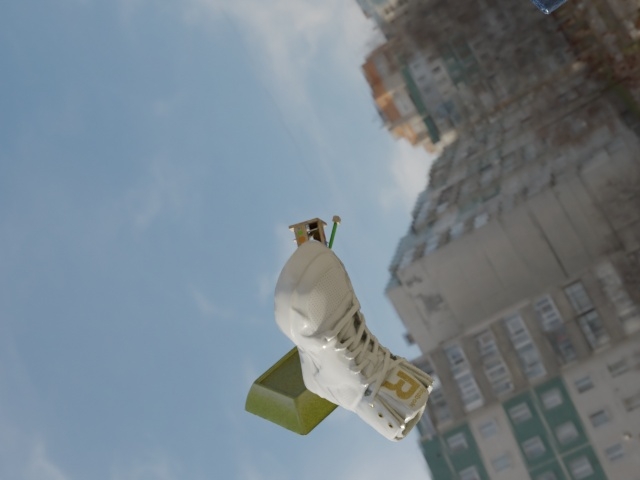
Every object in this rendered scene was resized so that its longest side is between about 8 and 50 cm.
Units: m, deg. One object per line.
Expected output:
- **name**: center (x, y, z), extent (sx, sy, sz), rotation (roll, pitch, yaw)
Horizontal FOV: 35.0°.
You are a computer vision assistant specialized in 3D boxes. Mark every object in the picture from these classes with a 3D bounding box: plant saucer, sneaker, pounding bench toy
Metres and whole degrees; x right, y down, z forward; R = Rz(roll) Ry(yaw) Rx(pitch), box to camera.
- **plant saucer**: center (-0.019, 0.216, 1.627), extent (0.188, 0.188, 0.045), rotation (8, 131, 56)
- **sneaker**: center (0.052, 0.121, 1.139), extent (0.169, 0.108, 0.292), rotation (29, 157, 28)
- **pounding bench toy**: center (0.000, 0.000, 1.663), extent (0.052, 0.083, 0.065), rotation (30, -135, -70)

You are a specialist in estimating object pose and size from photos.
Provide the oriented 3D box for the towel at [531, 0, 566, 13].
- **towel**: center (0.301, -0.326, 1.224), extent (0.067, 0.119, 0.029), rotation (55, -178, 29)
